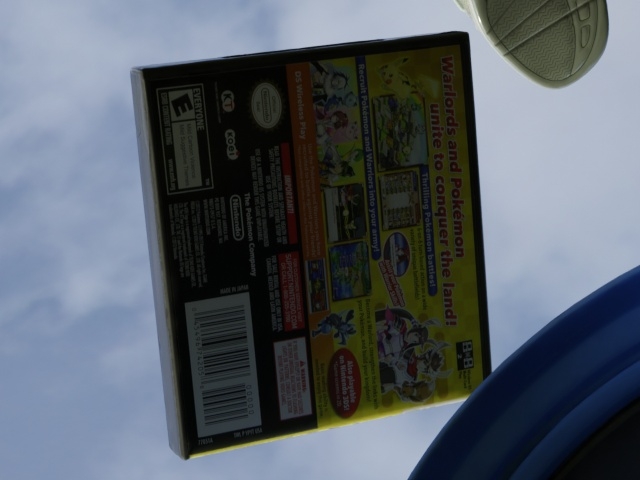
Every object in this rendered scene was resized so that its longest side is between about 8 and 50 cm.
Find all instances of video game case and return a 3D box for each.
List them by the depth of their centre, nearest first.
[{"bbox_3d":[0.000,0.000,1.122,0.248,0.035,0.275,-9,-79,-21],"label":"video game case"}]

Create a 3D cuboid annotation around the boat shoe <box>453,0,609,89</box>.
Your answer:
[{"bbox_3d":[0.144,-0.270,1.378,0.118,0.103,0.320,-40,-63,7],"label":"boat shoe"}]

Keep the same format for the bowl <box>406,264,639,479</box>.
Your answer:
[{"bbox_3d":[0.189,0.155,0.810,0.077,0.391,0.391,46,-120,-24],"label":"bowl"}]
